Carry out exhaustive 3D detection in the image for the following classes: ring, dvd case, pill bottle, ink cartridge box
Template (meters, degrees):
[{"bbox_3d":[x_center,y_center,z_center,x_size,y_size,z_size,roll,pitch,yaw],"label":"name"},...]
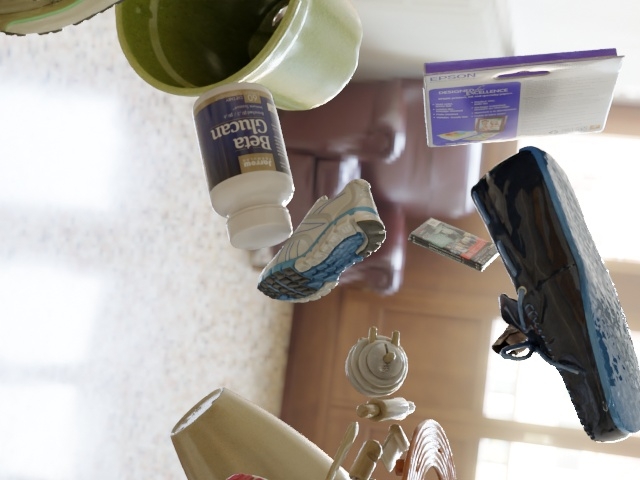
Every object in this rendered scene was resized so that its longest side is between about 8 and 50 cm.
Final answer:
[{"bbox_3d":[0.133,0.399,1.574,0.336,0.032,0.336,-3,90,-72],"label":"ring"},{"bbox_3d":[0.199,0.005,1.810,0.087,0.119,0.013,-35,146,-58],"label":"dvd case"},{"bbox_3d":[-0.081,-0.080,1.349,0.094,0.094,0.169,62,14,-69],"label":"pill bottle"},{"bbox_3d":[0.215,-0.164,1.332,0.208,0.206,0.045,69,17,-73],"label":"ink cartridge box"}]

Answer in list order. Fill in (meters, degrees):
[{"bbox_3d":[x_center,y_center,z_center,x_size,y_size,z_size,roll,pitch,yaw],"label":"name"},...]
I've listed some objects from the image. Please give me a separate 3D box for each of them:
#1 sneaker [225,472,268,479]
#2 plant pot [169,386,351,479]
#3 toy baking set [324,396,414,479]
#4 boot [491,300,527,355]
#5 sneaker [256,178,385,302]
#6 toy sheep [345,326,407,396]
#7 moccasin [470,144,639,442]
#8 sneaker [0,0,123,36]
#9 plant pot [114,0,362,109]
[{"bbox_3d":[-0.028,0.438,1.686,0.121,0.299,0.112,-50,176,-7],"label":"sneaker"},{"bbox_3d":[-0.128,0.400,2.159,0.274,0.256,0.256,50,24,-8],"label":"plant pot"},{"bbox_3d":[0.060,0.293,1.562,0.256,0.030,0.196,22,82,-64],"label":"toy baking set"},{"bbox_3d":[0.261,0.119,1.638,0.087,0.042,0.118,-42,-173,-17],"label":"boot"},{"bbox_3d":[0.000,0.000,1.325,0.071,0.191,0.083,24,46,-33],"label":"sneaker"},{"bbox_3d":[0.077,0.167,1.659,0.132,0.091,0.091,114,-12,-69],"label":"toy sheep"},{"bbox_3d":[0.253,0.066,1.333,0.138,0.117,0.342,32,39,-49],"label":"moccasin"},{"bbox_3d":[-0.227,-0.357,1.298,0.158,0.410,0.182,-110,177,-59],"label":"sneaker"},{"bbox_3d":[-0.078,-0.285,1.587,0.254,0.276,0.276,21,74,-58],"label":"plant pot"}]
